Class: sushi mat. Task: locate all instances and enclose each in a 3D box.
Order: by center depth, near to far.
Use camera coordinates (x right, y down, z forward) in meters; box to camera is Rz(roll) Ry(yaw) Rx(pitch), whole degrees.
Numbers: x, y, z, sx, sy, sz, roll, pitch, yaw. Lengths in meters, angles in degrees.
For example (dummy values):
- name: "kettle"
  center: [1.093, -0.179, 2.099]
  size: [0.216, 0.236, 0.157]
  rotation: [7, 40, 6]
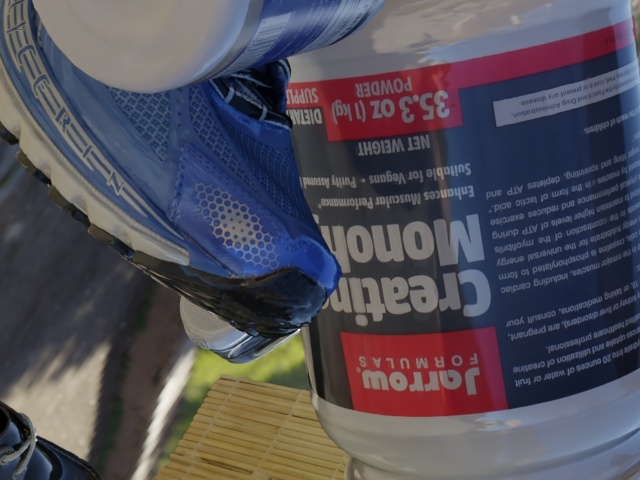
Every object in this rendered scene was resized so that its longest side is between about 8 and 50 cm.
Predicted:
- name: "sushi mat"
  center: [0.002, 0.166, 0.887]
  size: [0.316, 0.019, 0.151]
  rotation: [5, -130, 45]

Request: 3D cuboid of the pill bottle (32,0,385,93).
- name: "pill bottle"
  center: [-0.018, -0.082, 0.380]
  size: [0.120, 0.067, 0.067]
  rotation: [-28, 153, -56]

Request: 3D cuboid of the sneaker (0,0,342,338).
- name: "sneaker"
  center: [-0.059, -0.109, 0.568]
  size: [0.147, 0.330, 0.130]
  rotation: [-33, 146, 13]

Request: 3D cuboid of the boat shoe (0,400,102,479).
- name: "boat shoe"
  center: [-0.237, 0.154, 0.982]
  size: [0.079, 0.233, 0.084]
  rotation: [-30, -132, 27]

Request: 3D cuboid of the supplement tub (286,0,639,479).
- name: "supplement tub"
  center: [0.077, 0.003, 0.708]
  size: [0.191, 0.191, 0.272]
  rotation: [-49, 130, -72]

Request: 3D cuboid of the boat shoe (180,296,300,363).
- name: "boat shoe"
  center: [0.000, 0.000, 1.452]
  size: [0.335, 0.121, 0.119]
  rotation: [-37, 151, -1]
